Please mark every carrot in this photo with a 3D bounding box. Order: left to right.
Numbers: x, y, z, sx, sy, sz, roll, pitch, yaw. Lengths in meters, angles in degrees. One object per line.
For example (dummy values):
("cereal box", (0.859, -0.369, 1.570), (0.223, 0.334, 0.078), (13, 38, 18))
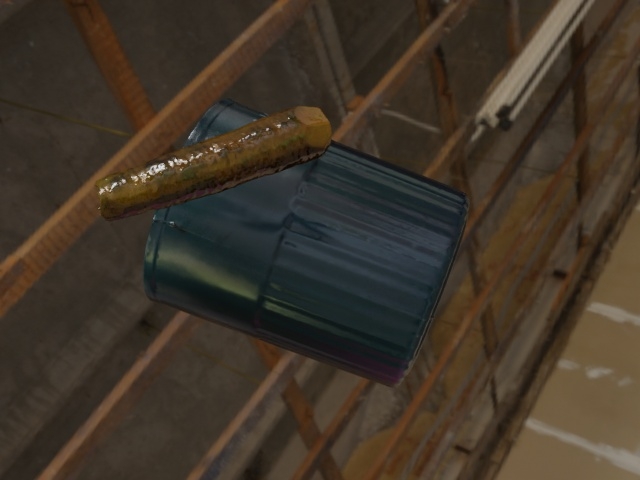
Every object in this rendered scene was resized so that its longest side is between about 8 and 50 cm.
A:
("carrot", (-0.071, -0.053, 0.532), (0.171, 0.042, 0.042), (-21, -56, -21))

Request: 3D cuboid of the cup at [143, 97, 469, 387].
("cup", (-0.007, 0.015, 0.893), (0.308, 0.292, 0.242), (87, -155, -72))
